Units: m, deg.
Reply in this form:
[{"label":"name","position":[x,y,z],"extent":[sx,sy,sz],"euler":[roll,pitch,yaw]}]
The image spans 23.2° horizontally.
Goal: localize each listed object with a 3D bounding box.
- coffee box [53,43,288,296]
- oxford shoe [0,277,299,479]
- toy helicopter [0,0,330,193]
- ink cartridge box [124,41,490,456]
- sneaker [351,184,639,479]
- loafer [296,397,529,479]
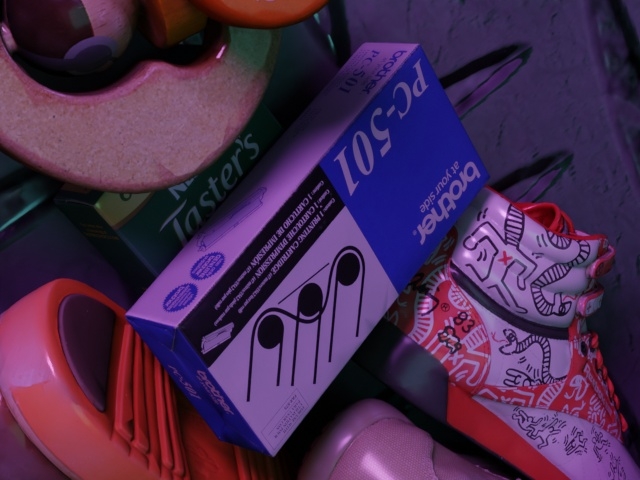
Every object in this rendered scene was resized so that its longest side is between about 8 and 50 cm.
[{"label":"coffee box","position":[-0.045,-0.001,0.822],"extent":[0.113,0.040,0.184],"euler":[-53,127,-22]},{"label":"oxford shoe","position":[-0.089,0.160,0.847],"extent":[0.133,0.130,0.363],"euler":[-28,129,14]},{"label":"toy helicopter","position":[-0.176,-0.144,0.664],"extent":[0.355,0.140,0.235],"euler":[37,85,-22]},{"label":"ink cartridge box","position":[0.000,0.000,0.803],"extent":[0.207,0.046,0.097],"euler":[-51,127,-26]},{"label":"sneaker","position":[0.149,0.072,0.951],"extent":[0.270,0.090,0.145],"euler":[34,91,-33]},{"label":"loafer","position":[0.085,0.179,0.928],"extent":[0.102,0.092,0.268],"euler":[-53,140,4]}]
